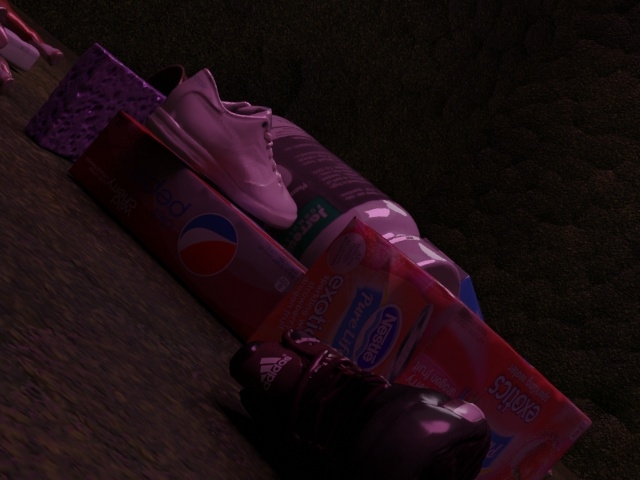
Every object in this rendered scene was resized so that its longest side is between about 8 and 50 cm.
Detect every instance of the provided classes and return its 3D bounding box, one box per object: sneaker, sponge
[{"bbox_3d":[0.003,0.108,0.527,0.162,0.106,0.281,36,-10,17],"label":"sneaker"},{"bbox_3d":[-0.228,-0.130,1.025,0.031,0.117,0.210,40,2,18],"label":"sponge"},{"bbox_3d":[-0.072,-0.088,0.926,0.080,0.094,0.212,39,0,43],"label":"sneaker"}]

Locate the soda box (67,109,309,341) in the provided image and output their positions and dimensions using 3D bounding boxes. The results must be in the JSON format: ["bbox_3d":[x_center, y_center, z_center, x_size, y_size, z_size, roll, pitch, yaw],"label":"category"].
[{"bbox_3d":[-0.119,-0.010,0.894,0.263,0.083,0.092,40,1,22],"label":"soda box"}]

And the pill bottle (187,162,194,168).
[{"bbox_3d":[-0.198,-0.084,1.346,0.120,0.067,0.067,41,2,36],"label":"pill bottle"}]

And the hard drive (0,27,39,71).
[{"bbox_3d":[-0.533,-0.349,1.199,0.233,0.047,0.353,40,2,11],"label":"hard drive"}]

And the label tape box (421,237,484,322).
[{"bbox_3d":[0.216,0.162,1.539,0.333,0.106,0.240,-127,-164,-70],"label":"label tape box"}]

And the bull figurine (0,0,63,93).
[{"bbox_3d":[-0.398,-0.258,0.972,0.188,0.101,0.310,44,4,3],"label":"bull figurine"}]

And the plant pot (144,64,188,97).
[{"bbox_3d":[-0.248,-0.186,1.599,0.165,0.167,0.167,48,-2,-30],"label":"plant pot"}]

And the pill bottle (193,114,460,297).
[{"bbox_3d":[0.000,0.000,1.215,0.361,0.204,0.204,41,1,36],"label":"pill bottle"}]

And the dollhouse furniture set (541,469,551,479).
[{"bbox_3d":[0.226,0.281,1.050,0.058,0.076,0.151,41,2,-15],"label":"dollhouse furniture set"}]

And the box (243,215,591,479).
[{"bbox_3d":[0.094,0.130,0.812,0.142,0.154,0.300,42,1,43],"label":"box"}]
